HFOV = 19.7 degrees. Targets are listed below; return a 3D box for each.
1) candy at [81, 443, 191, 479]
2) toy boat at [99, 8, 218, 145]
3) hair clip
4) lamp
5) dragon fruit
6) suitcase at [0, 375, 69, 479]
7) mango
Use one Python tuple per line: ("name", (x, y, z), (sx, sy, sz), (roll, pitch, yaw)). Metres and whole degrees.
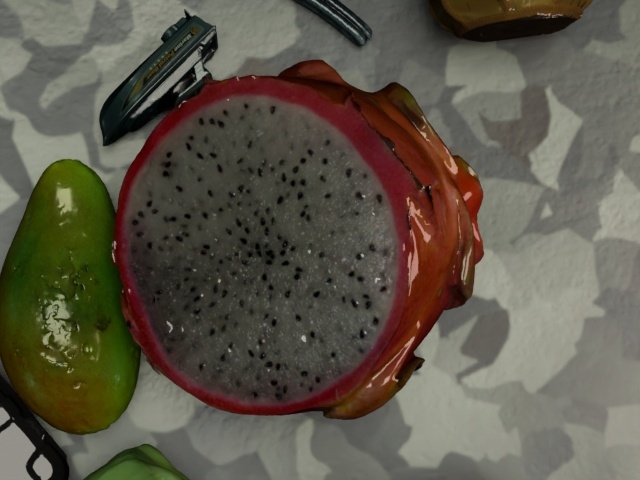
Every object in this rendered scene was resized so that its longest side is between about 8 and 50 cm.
("candy", (-0.241, 0.304, 1.508), (0.343, 0.132, 0.142), (-38, 54, -10))
("toy boat", (-0.143, -0.135, 1.617), (0.060, 0.055, 0.141), (43, 81, 7))
("hair clip", (-0.079, -0.240, 1.641), (0.275, 0.048, 0.083), (17, 78, -5))
("lamp", (0.161, -0.273, 1.618), (0.161, 0.161, 0.185), (-5, 84, -7))
("dragon fruit", (0.000, 0.000, 1.540), (0.305, 0.226, 0.305), (2, 95, 24))
("suitcase", (-0.372, 0.152, 1.555), (0.206, 0.066, 0.285), (-39, 89, -9))
("mango", (-0.214, 0.048, 1.555), (0.111, 0.125, 0.233), (-4, 91, 20))
